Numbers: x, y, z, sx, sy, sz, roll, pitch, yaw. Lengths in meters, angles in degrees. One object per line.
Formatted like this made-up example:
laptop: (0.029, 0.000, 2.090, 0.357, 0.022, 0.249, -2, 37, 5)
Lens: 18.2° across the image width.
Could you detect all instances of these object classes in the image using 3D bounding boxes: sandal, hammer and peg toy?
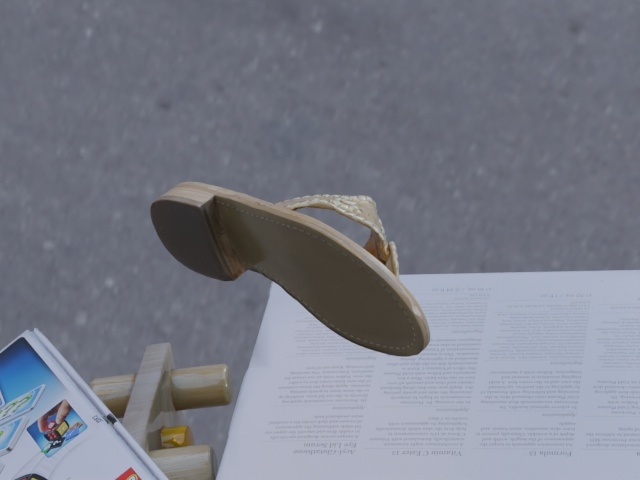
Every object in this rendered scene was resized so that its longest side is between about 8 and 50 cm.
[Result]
sandal: (-0.002, -0.005, 1.235, 0.240, 0.088, 0.079, 19, 48, 43)
hammer and peg toy: (-0.121, 0.291, 1.677, 0.127, 0.361, 0.266, -7, 18, 4)

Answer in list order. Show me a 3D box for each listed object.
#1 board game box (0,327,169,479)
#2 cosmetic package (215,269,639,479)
board game box: (-0.198, 0.184, 0.854, 0.305, 0.053, 0.193, -39, 34, -8)
cosmetic package: (0.122, 0.150, 1.498, 0.377, 0.097, 0.284, -1, 39, 16)
